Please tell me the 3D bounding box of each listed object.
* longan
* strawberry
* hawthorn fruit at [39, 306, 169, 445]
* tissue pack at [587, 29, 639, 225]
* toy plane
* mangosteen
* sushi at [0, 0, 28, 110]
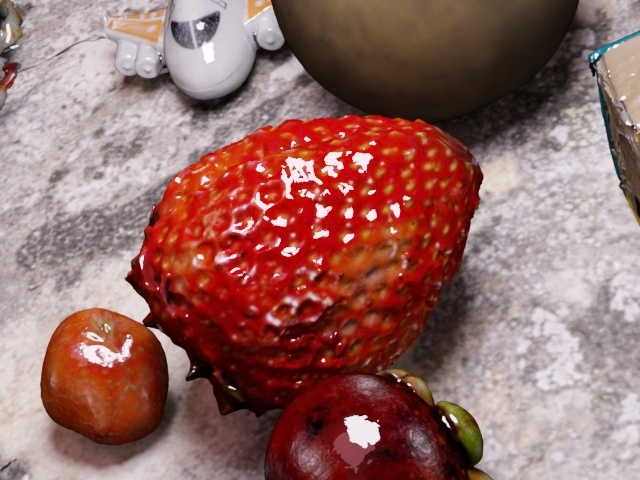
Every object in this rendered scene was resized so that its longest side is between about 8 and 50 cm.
[{"bbox_3d":[0.096,-0.261,1.406,0.319,0.319,0.319,-11,49,13],"label":"longan"},{"bbox_3d":[0.000,0.000,1.242,0.288,0.238,0.250,-32,31,21],"label":"strawberry"},{"bbox_3d":[-0.192,0.121,1.328,0.128,0.128,0.128,-11,49,13],"label":"hawthorn fruit"},{"bbox_3d":[0.376,-0.113,1.235,0.270,0.192,0.134,-25,46,2],"label":"tissue pack"},{"bbox_3d":[-0.122,-0.256,1.610,0.244,0.117,0.245,-11,49,12],"label":"toy plane"},{"bbox_3d":[0.053,0.185,1.149,0.199,0.200,0.200,-11,49,13],"label":"mangosteen"},{"bbox_3d":[-0.527,-0.182,1.672,0.417,0.176,0.417,-11,49,13],"label":"sushi"}]
